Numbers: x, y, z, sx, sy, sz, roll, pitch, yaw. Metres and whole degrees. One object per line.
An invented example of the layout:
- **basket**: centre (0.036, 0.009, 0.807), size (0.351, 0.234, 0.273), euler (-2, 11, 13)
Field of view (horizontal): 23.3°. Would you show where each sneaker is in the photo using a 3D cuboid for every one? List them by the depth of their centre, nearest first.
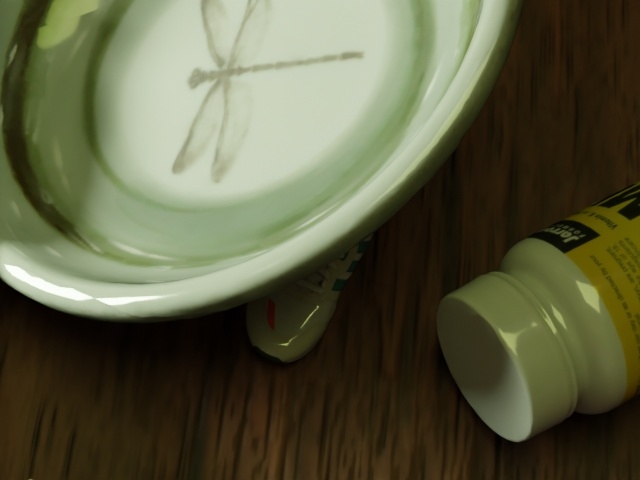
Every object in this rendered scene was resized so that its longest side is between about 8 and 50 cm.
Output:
- **sneaker**: centre (0.000, 0.000, 0.981), size (0.057, 0.075, 0.161), euler (27, 61, 9)

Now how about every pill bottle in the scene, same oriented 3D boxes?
- **pill bottle**: centre (0.184, 0.035, 0.958), size (0.208, 0.119, 0.119), euler (-26, 67, -20)

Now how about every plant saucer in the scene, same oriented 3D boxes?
- **plant saucer**: centre (-0.051, -0.115, 0.974), size (0.400, 0.100, 0.400), euler (-13, 57, 21)

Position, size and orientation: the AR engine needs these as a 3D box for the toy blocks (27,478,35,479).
- **toy blocks**: centre (-0.197, 0.211, 0.825), size (0.148, 0.054, 0.123), euler (-24, 101, -22)
